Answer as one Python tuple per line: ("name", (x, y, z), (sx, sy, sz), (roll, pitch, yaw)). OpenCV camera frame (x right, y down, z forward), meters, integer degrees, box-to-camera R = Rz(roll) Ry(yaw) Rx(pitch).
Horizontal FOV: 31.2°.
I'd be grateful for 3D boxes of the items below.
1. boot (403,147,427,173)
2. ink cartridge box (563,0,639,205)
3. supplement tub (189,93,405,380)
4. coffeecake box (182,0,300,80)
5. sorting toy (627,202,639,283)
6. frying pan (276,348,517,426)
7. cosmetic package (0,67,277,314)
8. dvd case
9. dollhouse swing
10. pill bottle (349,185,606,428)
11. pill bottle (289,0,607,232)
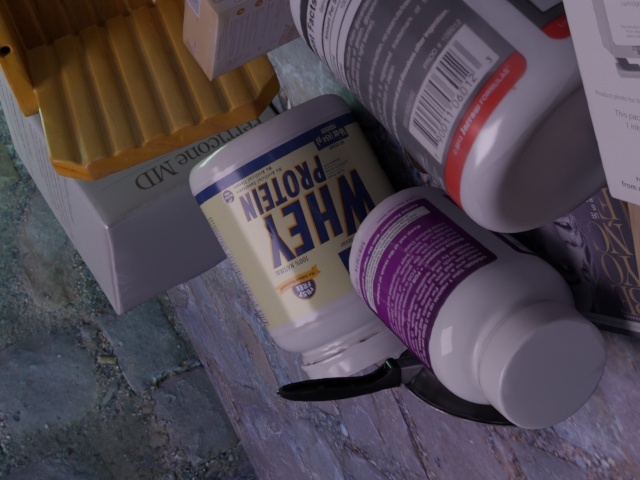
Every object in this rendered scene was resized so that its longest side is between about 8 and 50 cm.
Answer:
("boot", (0.140, -0.100, 1.186), (0.219, 0.082, 0.106), (105, 150, -63))
("ink cartridge box", (0.241, -0.179, 0.633), (0.117, 0.207, 0.283), (25, 140, 58))
("supplement tub", (0.000, 0.000, 1.491), (0.325, 0.235, 0.235), (61, 162, -1))
("coffeecake box", (-0.061, -0.280, 1.315), (0.068, 0.185, 0.142), (56, 161, 14))
("sorting toy", (0.350, 0.024, 0.831), (0.255, 0.089, 0.257), (35, 148, 53))
("frying pan", (0.123, 0.141, 1.323), (0.197, 0.326, 0.053), (-77, -4, -68))
("cosmetic package", (-0.294, -0.163, 1.882), (0.394, 0.329, 0.327), (53, 160, 20))
("dvd case", (0.264, -0.005, 1.128), (0.221, 0.018, 0.164), (65, 162, -14))
("dollhouse swing", (-0.251, -0.300, 1.422), (0.305, 0.346, 0.315), (-117, 7, -61))
("pill bottle", (0.164, 0.070, 1.223), (0.301, 0.169, 0.169), (46, 157, 55))
("pill bottle", (0.104, -0.195, 0.969), (0.363, 0.210, 0.210), (51, 159, 30))
